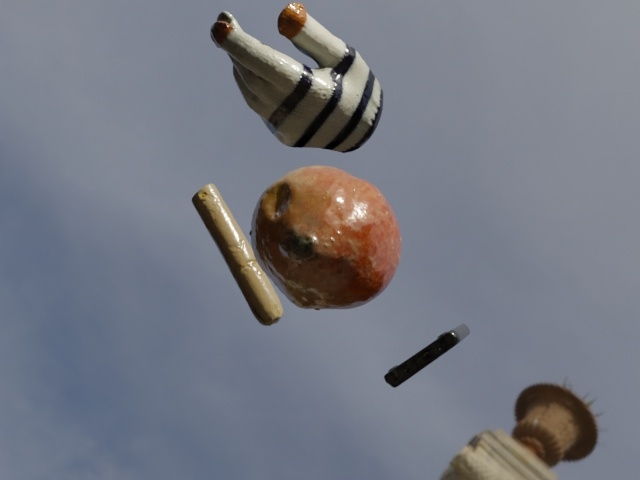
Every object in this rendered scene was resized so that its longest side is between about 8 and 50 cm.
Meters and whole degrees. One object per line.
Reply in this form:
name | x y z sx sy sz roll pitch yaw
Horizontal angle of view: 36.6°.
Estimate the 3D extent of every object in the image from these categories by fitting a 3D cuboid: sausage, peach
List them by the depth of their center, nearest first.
peach | 0.000 0.000 1.334 0.232 0.232 0.232 16 -62 32
sausage | -0.160 0.030 1.872 0.066 0.066 0.301 -42 -105 41

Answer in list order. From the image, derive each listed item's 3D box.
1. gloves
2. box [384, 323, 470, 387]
gloves | -0.037 -0.188 1.147 0.140 0.219 0.131 -14 -117 53
box | 0.157 0.165 1.410 0.126 0.125 0.027 -38 -99 14
